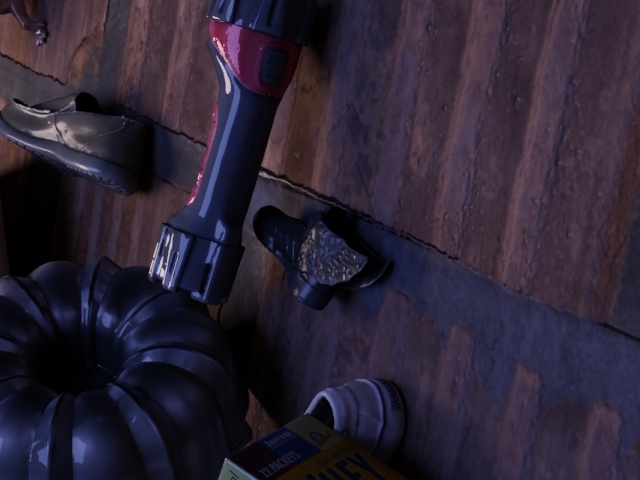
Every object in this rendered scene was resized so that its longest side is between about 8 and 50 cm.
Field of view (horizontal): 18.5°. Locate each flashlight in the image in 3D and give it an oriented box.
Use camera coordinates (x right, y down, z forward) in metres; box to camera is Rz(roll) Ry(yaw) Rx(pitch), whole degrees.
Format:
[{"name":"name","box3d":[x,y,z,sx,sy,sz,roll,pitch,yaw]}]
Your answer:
[{"name":"flashlight","box3d":[-0.091,-0.098,1.880,0.103,0.103,0.304,18,95,11]}]

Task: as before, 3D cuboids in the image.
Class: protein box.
[{"name":"protein box","box3d":[0.003,0.296,1.678,0.201,0.136,0.200,31,117,22]}]

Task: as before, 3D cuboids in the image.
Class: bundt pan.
[{"name":"bundt pan","box3d":[-0.231,0.139,1.895,0.331,0.330,0.124,54,155,41]}]

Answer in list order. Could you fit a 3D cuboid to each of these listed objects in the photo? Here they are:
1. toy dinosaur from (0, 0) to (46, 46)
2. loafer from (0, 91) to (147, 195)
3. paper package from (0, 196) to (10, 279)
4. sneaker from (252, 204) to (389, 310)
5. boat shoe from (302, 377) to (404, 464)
[{"name":"toy dinosaur","box3d":[-0.444,-0.328,2.343,0.127,0.200,0.296,-5,84,55]},{"name":"loafer","box3d":[-0.273,-0.121,2.205,0.251,0.094,0.087,23,83,43]},{"name":"paper package","box3d":[-0.465,0.058,2.319,0.309,0.168,0.325,133,129,-68]},{"name":"sneaker","box3d":[-0.002,-0.001,1.837,0.089,0.051,0.170,-56,41,23]},{"name":"boat shoe","box3d":[-0.014,0.235,1.807,0.267,0.088,0.096,-59,45,34]}]
